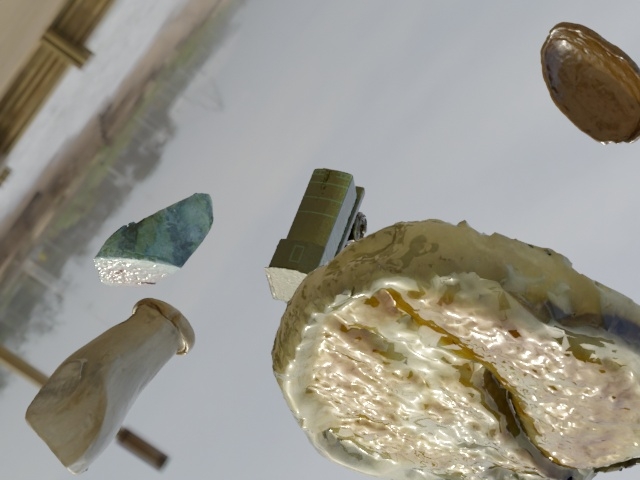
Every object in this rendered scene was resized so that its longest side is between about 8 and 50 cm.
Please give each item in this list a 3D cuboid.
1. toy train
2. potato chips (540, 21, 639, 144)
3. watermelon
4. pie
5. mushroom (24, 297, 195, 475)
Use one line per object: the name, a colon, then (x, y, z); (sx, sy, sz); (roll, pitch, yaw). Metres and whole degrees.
toy train: (0.000, 0.000, 1.683); (0.137, 0.090, 0.225); (76, 28, -52)
potato chips: (0.408, -0.231, 1.780); (0.049, 0.202, 0.150); (-31, 159, -34)
watermelon: (-0.199, 0.005, 1.535); (0.180, 0.081, 0.094); (-33, 178, -16)
pie: (0.120, 0.104, 0.901); (0.339, 0.339, 0.077); (-41, -153, 52)
mushroom: (-0.235, 0.154, 1.312); (0.108, 0.096, 0.247); (-29, -166, 41)
